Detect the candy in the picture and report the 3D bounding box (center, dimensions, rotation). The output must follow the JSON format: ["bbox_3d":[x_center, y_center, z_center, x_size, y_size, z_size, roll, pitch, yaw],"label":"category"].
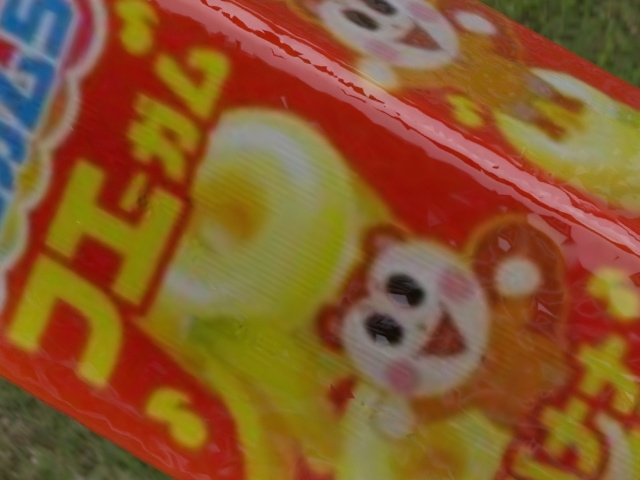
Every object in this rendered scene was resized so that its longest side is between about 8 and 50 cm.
[{"bbox_3d":[0.000,0.000,0.537,0.276,0.088,0.146,31,121,7],"label":"candy"}]
